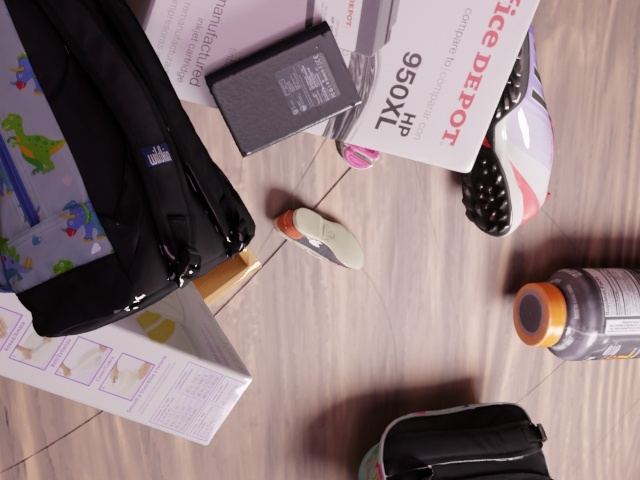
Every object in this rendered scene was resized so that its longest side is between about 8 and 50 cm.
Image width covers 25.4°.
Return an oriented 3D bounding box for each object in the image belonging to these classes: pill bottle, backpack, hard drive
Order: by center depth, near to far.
[{"bbox_3d":[-0.246,-0.113,1.290,0.273,0.290,0.356,-12,102,25],"label":"backpack"},{"bbox_3d":[-0.037,-0.150,1.427,0.135,0.022,0.094,-25,121,1],"label":"hard drive"},{"bbox_3d":[0.178,0.346,1.950,0.253,0.225,0.191,0,149,-27],"label":"backpack"},{"bbox_3d":[0.390,0.101,1.972,0.245,0.130,0.130,1,118,-27],"label":"pill bottle"}]

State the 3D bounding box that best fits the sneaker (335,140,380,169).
[{"bbox_3d":[0.046,-0.170,1.678,0.063,0.075,0.170,6,93,-19],"label":"sneaker"}]

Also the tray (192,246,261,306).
[{"bbox_3d":[-0.254,-0.058,1.582,0.203,0.076,0.411,-36,128,-3],"label":"tray"}]

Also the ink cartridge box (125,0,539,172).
[{"bbox_3d":[0.015,-0.266,1.489,0.394,0.166,0.285,13,112,-20],"label":"ink cartridge box"}]

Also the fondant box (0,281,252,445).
[{"bbox_3d":[-0.256,0.064,1.457,0.330,0.238,0.096,24,106,-36],"label":"fondant box"}]

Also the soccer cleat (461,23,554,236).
[{"bbox_3d":[0.238,-0.161,1.766,0.116,0.108,0.318,-29,129,-35],"label":"soccer cleat"}]

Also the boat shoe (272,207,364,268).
[{"bbox_3d":[0.000,0.000,1.767,0.043,0.049,0.137,-18,144,39],"label":"boat shoe"}]
